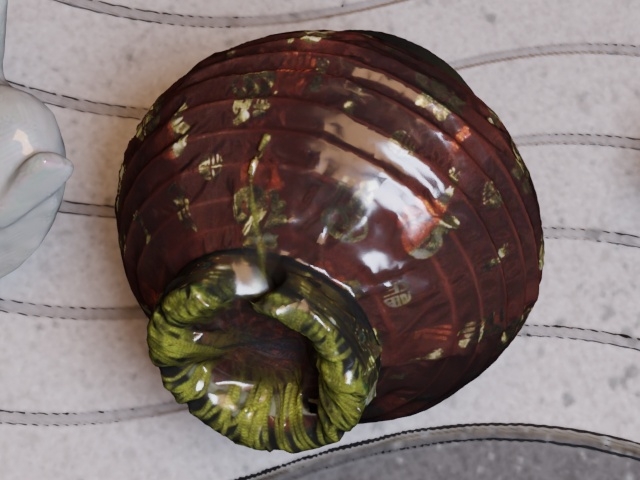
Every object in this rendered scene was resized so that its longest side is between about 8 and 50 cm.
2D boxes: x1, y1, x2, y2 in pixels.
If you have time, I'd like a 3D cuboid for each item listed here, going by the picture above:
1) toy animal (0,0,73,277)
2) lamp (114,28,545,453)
[{"bbox_3d":[-0.238,-0.110,0.911,0.140,0.138,0.282,-19,74,-8],"label":"toy animal"},{"bbox_3d":[0.000,0.000,0.880,0.247,0.247,0.247,2,75,-9],"label":"lamp"}]
